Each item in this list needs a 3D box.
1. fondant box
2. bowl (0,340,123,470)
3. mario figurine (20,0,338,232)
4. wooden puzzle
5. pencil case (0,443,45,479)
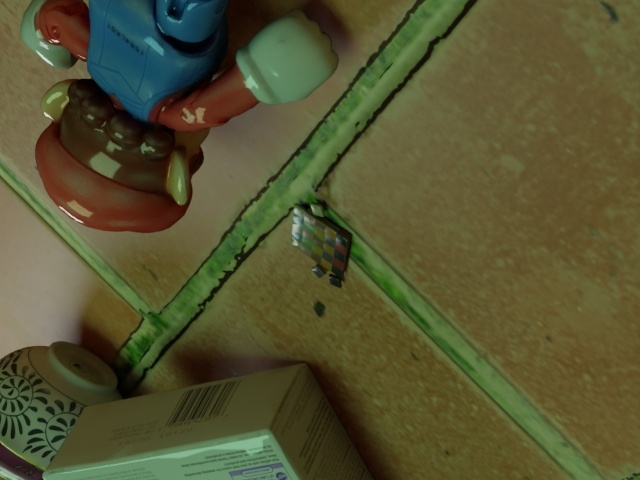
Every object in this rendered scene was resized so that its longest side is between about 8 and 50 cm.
[{"bbox_3d":[-0.054,0.277,1.531,0.238,0.096,0.330,-13,119,29],"label":"fondant box"},{"bbox_3d":[-0.245,0.149,1.672,0.170,0.170,0.080,36,104,15],"label":"bowl"},{"bbox_3d":[-0.101,-0.141,1.182,0.320,0.170,0.198,111,147,-46],"label":"mario figurine"},{"bbox_3d":[0.000,0.000,1.298,0.049,0.006,0.083,34,148,18],"label":"wooden puzzle"},{"bbox_3d":[-0.336,0.323,1.821,0.160,0.167,0.386,52,127,31],"label":"pencil case"}]
